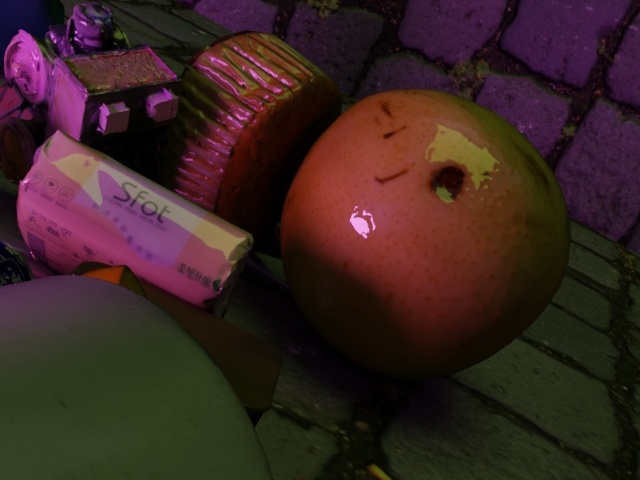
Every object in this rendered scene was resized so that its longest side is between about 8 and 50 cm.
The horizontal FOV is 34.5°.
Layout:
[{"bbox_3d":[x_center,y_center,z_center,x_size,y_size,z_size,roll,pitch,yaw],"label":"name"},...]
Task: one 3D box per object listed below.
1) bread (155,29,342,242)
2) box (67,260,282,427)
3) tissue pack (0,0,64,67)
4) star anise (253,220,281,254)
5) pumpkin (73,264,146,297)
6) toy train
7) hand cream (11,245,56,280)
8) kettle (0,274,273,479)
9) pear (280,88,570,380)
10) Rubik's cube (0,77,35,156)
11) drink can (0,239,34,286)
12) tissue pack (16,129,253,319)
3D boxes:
[{"bbox_3d":[-0.092,-0.112,1.233,0.142,0.253,0.227,34,36,18],"label":"bread"},{"bbox_3d":[-0.143,0.112,0.874,0.201,0.090,0.144,25,17,-4],"label":"box"},{"bbox_3d":[-0.496,-0.419,1.597,0.206,0.288,0.198,1,27,-14],"label":"tissue pack"},{"bbox_3d":[-0.112,-0.043,1.423,0.196,0.073,0.212,34,15,13],"label":"star anise"},{"bbox_3d":[-0.190,0.150,0.717,0.254,0.149,0.130,-83,150,-54],"label":"pumpkin"},{"bbox_3d":[-0.262,-0.125,1.137,0.134,0.261,0.177,-17,53,-37],"label":"toy train"},{"bbox_3d":[-0.323,0.023,0.943,0.078,0.050,0.205,32,12,25],"label":"hand cream"},{"bbox_3d":[-0.262,0.144,0.402,0.361,0.250,0.376,13,10,30],"label":"kettle"},{"bbox_3d":[0.115,-0.007,1.205,0.348,0.348,0.348,25,17,-8],"label":"pear"},{"bbox_3d":[-0.336,-0.115,1.353,0.178,0.211,0.191,39,38,-40],"label":"Rubik's cube"},{"bbox_3d":[-0.312,0.061,0.760,0.097,0.097,0.235,30,16,9],"label":"drink can"},{"bbox_3d":[-0.184,0.005,1.006,0.222,0.090,0.186,29,-27,3],"label":"tissue pack"}]
